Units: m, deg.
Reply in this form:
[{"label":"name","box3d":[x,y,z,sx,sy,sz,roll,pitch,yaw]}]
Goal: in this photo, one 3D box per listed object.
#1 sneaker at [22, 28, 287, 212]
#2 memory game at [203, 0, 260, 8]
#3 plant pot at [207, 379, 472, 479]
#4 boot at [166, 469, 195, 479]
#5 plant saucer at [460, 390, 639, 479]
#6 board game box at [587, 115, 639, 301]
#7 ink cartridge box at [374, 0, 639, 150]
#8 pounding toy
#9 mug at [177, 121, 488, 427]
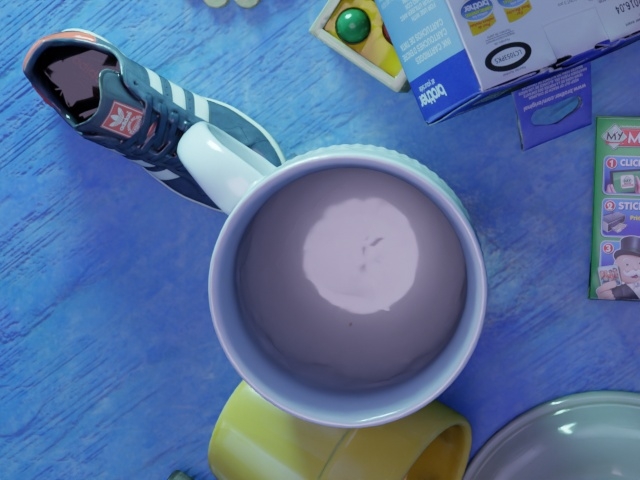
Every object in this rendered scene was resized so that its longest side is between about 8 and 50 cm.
[{"label":"sneaker","box3d":[-0.204,-0.135,1.646,0.350,0.148,0.131,29,100,7]},{"label":"memory game","box3d":[-0.105,-0.370,1.674,0.186,0.012,0.186,1,95,12]},{"label":"plant pot","box3d":[0.010,0.260,1.601,0.239,0.254,0.254,27,100,23]},{"label":"boot","box3d":[-0.122,0.427,1.711,0.229,0.091,0.263,23,97,9]},{"label":"plant saucer","box3d":[0.338,0.378,1.608,0.400,0.100,0.401,1,95,11]},{"label":"board game box","box3d":[0.468,-0.032,1.571,0.317,0.046,0.214,3,95,12]},{"label":"ink cartridge box","box3d":[0.197,-0.301,1.492,0.270,0.151,0.396,-22,88,-22]},{"label":"pounding toy","box3d":[0.121,-0.274,1.595,0.181,0.094,0.206,35,101,7]},{"label":"mug","box3d":[0.000,0.000,1.510,0.374,0.328,0.276,38,98,-1]}]
